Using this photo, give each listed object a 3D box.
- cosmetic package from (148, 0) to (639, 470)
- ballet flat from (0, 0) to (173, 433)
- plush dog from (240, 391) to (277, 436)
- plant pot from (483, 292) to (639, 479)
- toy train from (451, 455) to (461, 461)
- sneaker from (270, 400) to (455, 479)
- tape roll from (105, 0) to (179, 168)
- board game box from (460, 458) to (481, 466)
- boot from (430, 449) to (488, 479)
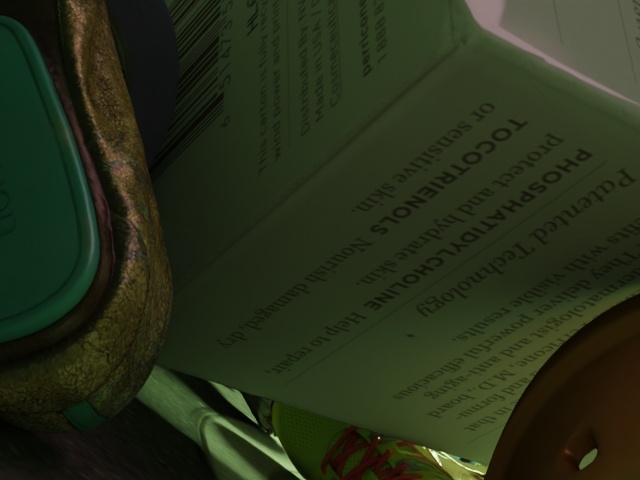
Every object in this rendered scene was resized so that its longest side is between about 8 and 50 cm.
[{"bbox_3d":[0.122,-0.081,0.820,0.393,0.327,0.330,20,50,-29],"label":"cosmetic package"},{"bbox_3d":[-0.136,-0.075,0.554,0.123,0.123,0.349,41,27,-56],"label":"ballet flat"},{"bbox_3d":[0.000,0.000,1.047,0.263,0.225,0.210,66,-11,-10],"label":"plush dog"},{"bbox_3d":[0.194,0.166,0.582,0.291,0.291,0.203,38,16,13],"label":"plant pot"},{"bbox_3d":[0.077,0.207,1.432,0.184,0.080,0.105,38,4,28],"label":"toy train"},{"bbox_3d":[0.048,0.162,0.856,0.208,0.081,0.094,39,1,16],"label":"sneaker"},{"bbox_3d":[-0.177,-0.093,0.705,0.189,0.189,0.080,40,-2,-40],"label":"tape roll"},{"bbox_3d":[0.156,0.192,1.531,0.136,0.201,0.035,38,-1,31],"label":"board game box"},{"bbox_3d":[0.173,0.269,1.013,0.236,0.089,0.269,26,6,-37],"label":"boot"}]
